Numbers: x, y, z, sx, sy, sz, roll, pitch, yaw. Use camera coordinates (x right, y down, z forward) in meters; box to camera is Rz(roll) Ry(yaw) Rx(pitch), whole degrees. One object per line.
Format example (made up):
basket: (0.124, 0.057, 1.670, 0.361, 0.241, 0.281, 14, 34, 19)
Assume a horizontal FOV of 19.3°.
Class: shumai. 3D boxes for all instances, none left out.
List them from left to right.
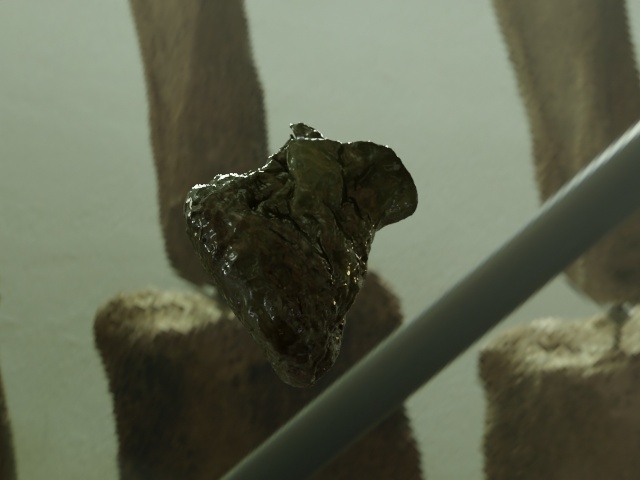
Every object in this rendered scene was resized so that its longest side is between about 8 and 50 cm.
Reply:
shumai: (0.000, 0.000, 0.664, 0.080, 0.082, 0.083, -32, -76, -3)
